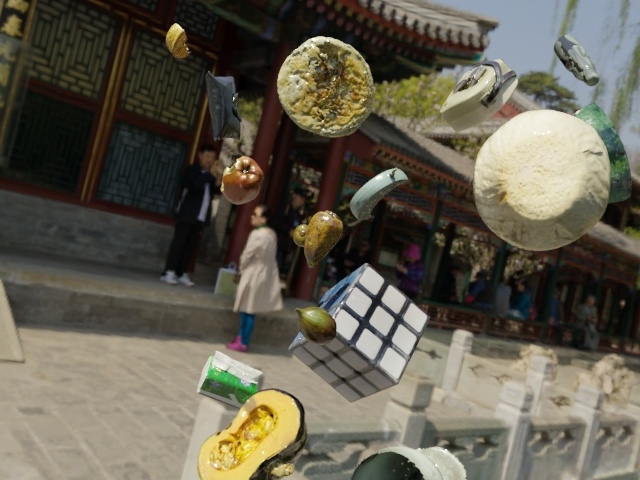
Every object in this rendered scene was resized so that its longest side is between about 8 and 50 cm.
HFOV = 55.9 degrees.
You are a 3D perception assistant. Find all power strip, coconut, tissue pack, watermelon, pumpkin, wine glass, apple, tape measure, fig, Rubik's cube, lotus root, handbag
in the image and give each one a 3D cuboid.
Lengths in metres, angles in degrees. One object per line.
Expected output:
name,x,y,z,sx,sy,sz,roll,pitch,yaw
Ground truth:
power strip,0.193,-0.162,2.055,0.167,0.253,0.054,-14,64,-51
coconut,0.458,-0.127,1.257,0.328,0.329,0.329,13,-1,0
tissue pack,-0.343,0.528,2.315,0.209,0.156,0.148,25,20,-11
watermelon,0.698,-0.181,1.699,0.283,0.251,0.292,-25,-21,9
pumpkin,-0.155,0.591,1.658,0.242,0.325,0.232,36,-23,38
wine glass,0.201,0.550,1.337,0.190,0.191,0.357,13,-8,27
apple,-0.270,-0.208,2.108,0.147,0.156,0.158,57,-25,-8
tape measure,0.523,-0.497,1.935,0.133,0.271,0.231,46,-29,-15
fig,-0.054,-0.013,2.020,0.073,0.074,0.088,13,-13,11
fig,-0.022,0.230,1.701,0.154,0.103,0.109,39,-27,-25
Rubik's cube,0.128,0.315,2.021,0.303,0.301,0.305,39,-36,-5
lotus root,0.000,0.000,1.888,0.108,0.191,0.094,26,4,17
handbag,-0.367,-0.509,2.316,0.088,0.255,0.211,-2,8,18

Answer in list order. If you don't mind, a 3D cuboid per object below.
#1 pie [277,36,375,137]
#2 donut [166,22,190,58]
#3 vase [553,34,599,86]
pie,0.025,-0.497,1.981,0.338,0.339,0.077,14,5,-15
donut,-0.308,-0.434,1.315,0.038,0.067,0.083,40,19,7
vase,0.627,-0.433,1.466,0.059,0.060,0.211,14,39,-11
